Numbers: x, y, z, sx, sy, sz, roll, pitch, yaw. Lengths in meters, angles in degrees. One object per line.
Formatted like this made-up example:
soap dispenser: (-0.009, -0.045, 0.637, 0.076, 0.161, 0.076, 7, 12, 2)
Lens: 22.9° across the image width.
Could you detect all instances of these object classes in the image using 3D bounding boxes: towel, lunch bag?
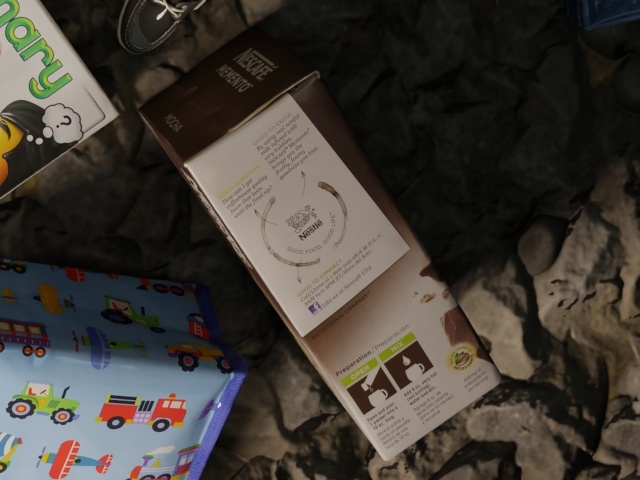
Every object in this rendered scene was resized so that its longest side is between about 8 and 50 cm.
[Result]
towel: (0.260, -0.215, 1.300, 0.119, 0.029, 0.067, -13, 111, -13)
lunch bag: (-0.214, 0.176, 1.242, 0.221, 0.138, 0.293, 9, 115, -23)

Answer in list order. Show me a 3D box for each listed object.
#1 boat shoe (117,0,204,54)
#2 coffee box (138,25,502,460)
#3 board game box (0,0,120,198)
boat shoe: (-0.105, -0.190, 1.185, 0.046, 0.038, 0.125, 41, 93, -25)
coffee box: (0.000, 0.000, 1.216, 0.119, 0.168, 0.297, -35, 116, -4)
board game box: (-0.308, -0.158, 1.122, 0.193, 0.053, 0.305, -36, 115, -4)
